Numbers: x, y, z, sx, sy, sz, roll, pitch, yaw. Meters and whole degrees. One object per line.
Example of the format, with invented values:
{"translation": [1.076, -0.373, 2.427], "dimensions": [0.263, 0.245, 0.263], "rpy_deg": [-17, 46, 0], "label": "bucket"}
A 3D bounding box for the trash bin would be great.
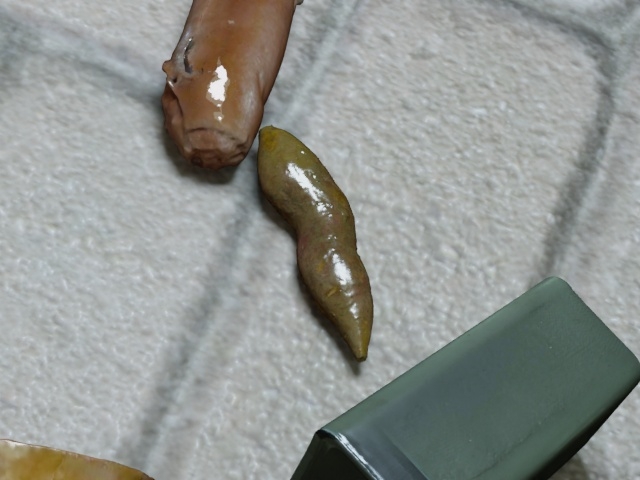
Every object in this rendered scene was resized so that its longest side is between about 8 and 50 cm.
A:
{"translation": [0.104, 0.152, 1.445], "dimensions": [0.240, 0.164, 0.122], "rpy_deg": [-33, 73, -32], "label": "trash bin"}

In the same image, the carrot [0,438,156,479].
{"translation": [-0.216, 0.267, 1.305], "dimensions": [0.196, 0.196, 0.254], "rpy_deg": [10, 69, -9], "label": "carrot"}

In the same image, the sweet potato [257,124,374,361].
{"translation": [0.003, -0.001, 1.571], "dimensions": [0.065, 0.051, 0.218], "rpy_deg": [-13, 65, -25], "label": "sweet potato"}

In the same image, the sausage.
{"translation": [-0.058, -0.242, 1.675], "dimensions": [0.094, 0.094, 0.419], "rpy_deg": [35, 51, -31], "label": "sausage"}
